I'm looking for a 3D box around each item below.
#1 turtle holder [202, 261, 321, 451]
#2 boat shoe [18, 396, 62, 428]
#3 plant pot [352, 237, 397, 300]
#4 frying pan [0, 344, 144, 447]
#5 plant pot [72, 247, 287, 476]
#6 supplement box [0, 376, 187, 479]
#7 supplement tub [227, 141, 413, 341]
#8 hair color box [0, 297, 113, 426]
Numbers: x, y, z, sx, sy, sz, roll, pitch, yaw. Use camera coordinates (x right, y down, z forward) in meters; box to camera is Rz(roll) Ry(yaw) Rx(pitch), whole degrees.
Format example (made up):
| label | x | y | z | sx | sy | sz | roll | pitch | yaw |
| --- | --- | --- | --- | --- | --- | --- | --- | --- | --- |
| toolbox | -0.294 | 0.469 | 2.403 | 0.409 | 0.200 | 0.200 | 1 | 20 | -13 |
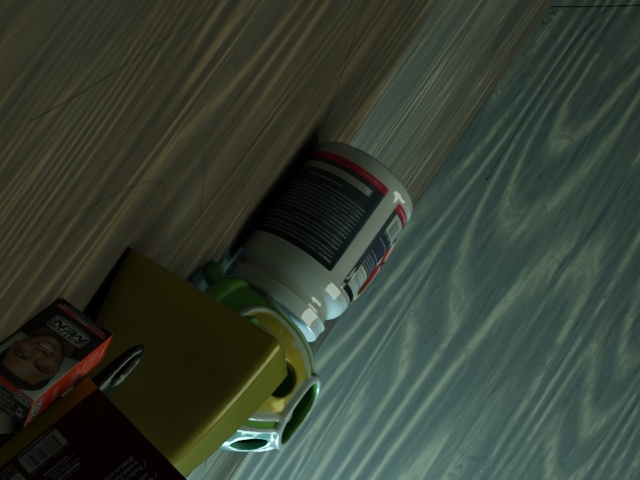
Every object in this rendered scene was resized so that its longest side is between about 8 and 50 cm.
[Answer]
| label | x | y | z | sx | sy | sz | roll | pitch | yaw |
| --- | --- | --- | --- | --- | --- | --- | --- | --- | --- |
| turtle holder | -0.114 | 0.169 | 1.933 | 0.243 | 0.227 | 0.320 | -43 | 160 | -46 |
| boat shoe | -0.319 | 0.285 | 1.623 | 0.120 | 0.122 | 0.324 | -41 | 159 | -21 |
| plant pot | 0.023 | 0.005 | 2.309 | 0.191 | 0.174 | 0.191 | -53 | 173 | -10 |
| frying pan | -0.334 | 0.225 | 1.407 | 0.326 | 0.053 | 0.197 | -58 | 152 | 8 |
| plant pot | -0.180 | 0.163 | 1.605 | 0.187 | 0.212 | 0.212 | -56 | 171 | -14 |
| supplement box | -0.236 | 0.286 | 1.370 | 0.191 | 0.194 | 0.129 | -40 | 148 | -18 |
| supplement tub | 0.000 | 0.000 | 2.090 | 0.272 | 0.191 | 0.191 | -54 | 171 | -16 |
| hair color box | -0.283 | 0.123 | 1.380 | 0.141 | 0.072 | 0.043 | -45 | 167 | -54 |
